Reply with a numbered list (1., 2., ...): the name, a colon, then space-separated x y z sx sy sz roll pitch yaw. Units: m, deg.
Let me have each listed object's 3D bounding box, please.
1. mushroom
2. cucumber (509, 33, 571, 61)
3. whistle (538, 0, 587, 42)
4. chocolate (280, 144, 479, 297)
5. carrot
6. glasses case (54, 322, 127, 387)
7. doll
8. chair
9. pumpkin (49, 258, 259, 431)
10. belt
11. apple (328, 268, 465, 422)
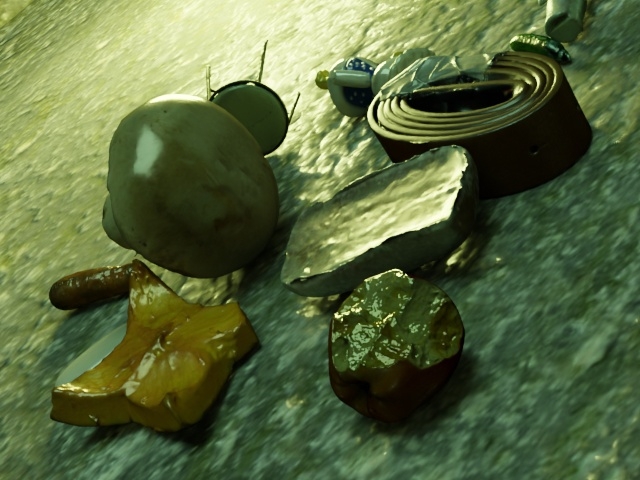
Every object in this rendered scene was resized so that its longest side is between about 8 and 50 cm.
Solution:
1. mushroom: -0.225 -0.058 1.925 0.290 0.292 0.292 -31 23 40
2. cucumber: 0.346 -0.303 1.969 0.037 0.037 0.155 -38 30 -11
3. whistle: 0.414 -0.455 2.064 0.142 0.133 0.346 -11 45 28
4. chocolate: 0.087 -0.012 1.704 0.303 0.100 0.185 -21 36 29
5. carrot: -0.362 0.071 2.056 0.186 0.060 0.060 -16 33 23
6. glasses case: -0.320 0.177 1.866 0.164 0.041 0.063 -38 33 -14
7. doll: 0.101 -0.255 2.050 0.293 0.138 0.119 13 92 55
8. chair: -0.137 -0.201 2.162 0.170 0.159 0.325 -23 26 17
9. pumpkin: -0.217 0.150 1.750 0.258 0.095 0.290 1 43 31
10. belt: 0.217 -0.171 1.804 0.339 0.122 0.217 6 48 48
11. apple: 0.081 0.127 1.460 0.156 0.147 0.158 26 69 20
